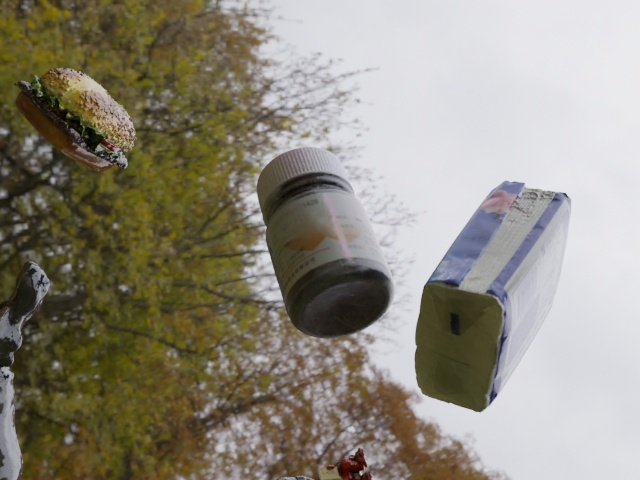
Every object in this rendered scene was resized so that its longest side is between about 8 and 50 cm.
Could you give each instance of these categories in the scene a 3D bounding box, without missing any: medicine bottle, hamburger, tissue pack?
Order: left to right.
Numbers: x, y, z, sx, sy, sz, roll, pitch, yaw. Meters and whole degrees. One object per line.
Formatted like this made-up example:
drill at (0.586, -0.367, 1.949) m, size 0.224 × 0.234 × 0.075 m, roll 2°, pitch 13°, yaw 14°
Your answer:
hamburger at (-0.291, -0.150, 1.111) m, size 0.137 × 0.166 × 0.087 m, roll 43°, pitch -88°, yaw 15°
medicine bottle at (0.000, 0.000, 1.368) m, size 0.165 × 0.165 × 0.273 m, roll -54°, pitch -139°, yaw 34°
tissue pack at (0.229, 0.066, 1.203) m, size 0.137 × 0.269 × 0.209 m, roll 21°, pitch -48°, yaw 24°

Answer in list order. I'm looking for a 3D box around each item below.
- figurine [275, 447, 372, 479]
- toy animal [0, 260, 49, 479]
figurine at (-0.006, 0.288, 0.996) m, size 0.068 × 0.140 × 0.075 m, roll -114°, pitch -173°, yaw -50°
toy animal at (-0.444, 0.188, 1.119) m, size 0.106 × 0.168 × 0.343 m, roll 34°, pitch -66°, yaw 60°
